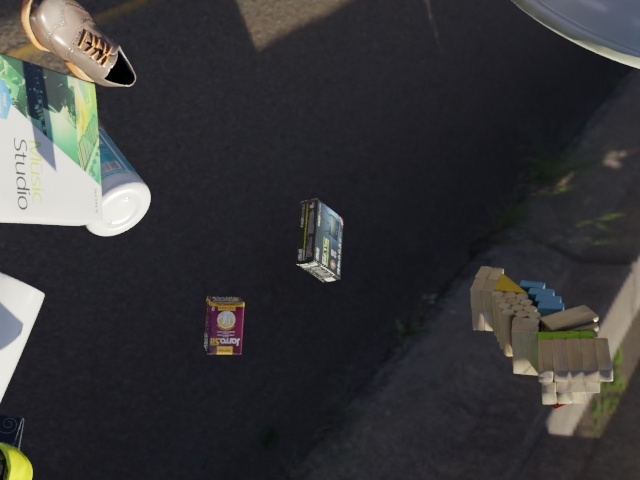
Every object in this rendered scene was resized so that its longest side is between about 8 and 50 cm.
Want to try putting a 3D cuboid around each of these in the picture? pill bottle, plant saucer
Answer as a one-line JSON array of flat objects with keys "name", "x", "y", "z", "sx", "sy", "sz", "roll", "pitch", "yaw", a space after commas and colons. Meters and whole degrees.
[{"name": "pill bottle", "x": -0.471, "y": -0.144, "z": 1.811, "sx": 0.146, "sy": 0.264, "sz": 0.146, "roll": -30, "pitch": 150, "yaw": -19}, {"name": "plant saucer", "x": 0.471, "y": -0.411, "z": 1.417, "sx": 0.400, "sy": 0.400, "sz": 0.100, "roll": -34, "pitch": 153, "yaw": -49}]

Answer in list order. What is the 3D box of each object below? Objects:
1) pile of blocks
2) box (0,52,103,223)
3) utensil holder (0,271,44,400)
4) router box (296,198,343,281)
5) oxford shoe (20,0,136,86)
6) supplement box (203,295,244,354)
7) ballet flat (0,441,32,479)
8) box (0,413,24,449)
[{"name": "pile of blocks", "x": 0.361, "y": 0.163, "z": 1.445, "sx": 0.149, "sy": 0.362, "sz": 0.112, "roll": -13, "pitch": 118, "yaw": -9}, {"name": "box", "x": -0.428, "y": -0.141, "z": 1.292, "sx": 0.322, "sy": 0.059, "sz": 0.232, "roll": 0, "pitch": 86, "yaw": -74}, {"name": "utensil holder", "x": -0.737, "y": 0.222, "z": 1.663, "sx": 0.328, "sy": 0.328, "sz": 0.385, "roll": 35, "pitch": 71, "yaw": -47}, {"name": "router box", "x": 0.000, "y": 0.000, "z": 1.546, "sx": 0.092, "sy": 0.038, "sz": 0.122, "roll": 35, "pitch": 51, "yaw": -50}, {"name": "oxford shoe", "x": -0.493, "y": -0.422, "z": 1.846, "sx": 0.130, "sy": 0.133, "sz": 0.364, "roll": -65, "pitch": 165, "yaw": -4}, {"name": "supplement box", "x": -0.148, "y": 0.130, "z": 1.354, "sx": 0.055, "sy": 0.043, "sz": 0.083, "roll": 1, "pitch": 98, "yaw": -14}, {"name": "ballet flat", "x": -0.365, "y": 0.305, "z": 0.883, "sx": 0.077, "sy": 0.077, "sz": 0.231, "roll": 88, "pitch": 18, "yaw": -51}, {"name": "box", "x": -0.600, "y": 0.353, "z": 1.356, "sx": 0.247, "sy": 0.142, "sz": 0.163, "roll": 11, "pitch": 57, "yaw": -16}]
